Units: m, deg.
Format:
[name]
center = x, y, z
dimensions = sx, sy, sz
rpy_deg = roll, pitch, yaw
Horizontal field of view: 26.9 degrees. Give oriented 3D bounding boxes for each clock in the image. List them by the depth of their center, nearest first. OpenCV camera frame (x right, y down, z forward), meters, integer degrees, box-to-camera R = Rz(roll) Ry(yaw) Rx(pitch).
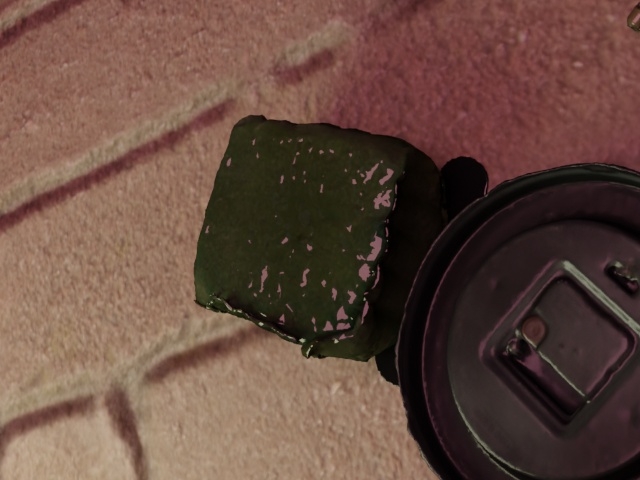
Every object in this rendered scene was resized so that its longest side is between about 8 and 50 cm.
[clock]
center = 0.219, 0.096, 1.151
dimensions = 0.325, 0.067, 0.325
rpy_deg = -9, 74, 32

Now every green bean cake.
[green bean cake]
center = 0.000, 0.000, 1.294
dimensions = 0.227, 0.125, 0.222
rpy_deg = 15, 86, 38

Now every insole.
[insole]
center = 0.104, 0.028, 1.289
dimensions = 0.080, 0.003, 0.232
rpy_deg = 19, 90, 36

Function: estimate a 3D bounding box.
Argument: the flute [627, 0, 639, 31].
[flute]
center = 0.348, -0.280, 1.177
dimensions = 0.233, 0.027, 0.027
rpy_deg = -53, 55, 14
